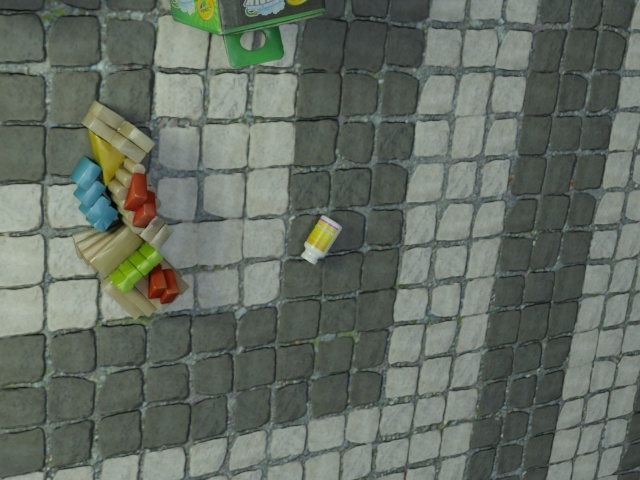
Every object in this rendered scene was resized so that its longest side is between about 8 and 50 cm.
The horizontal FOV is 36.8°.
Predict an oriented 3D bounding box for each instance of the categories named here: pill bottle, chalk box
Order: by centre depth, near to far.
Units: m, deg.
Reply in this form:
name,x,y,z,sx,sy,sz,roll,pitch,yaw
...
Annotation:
name,x,y,z,sx,sy,sz,roll,pitch,yaw
chalk box,-0.115,-0.401,1.394,0.180,0.179,0.288,-17,118,-26
pill bottle,0.000,0.000,1.698,0.043,0.043,0.083,32,90,-36

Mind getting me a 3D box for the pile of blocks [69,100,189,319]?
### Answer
name,x,y,z,sx,sy,sz,roll,pitch,yaw
pile of blocks,-0.298,-0.026,1.467,0.149,0.113,0.362,-23,118,-22
